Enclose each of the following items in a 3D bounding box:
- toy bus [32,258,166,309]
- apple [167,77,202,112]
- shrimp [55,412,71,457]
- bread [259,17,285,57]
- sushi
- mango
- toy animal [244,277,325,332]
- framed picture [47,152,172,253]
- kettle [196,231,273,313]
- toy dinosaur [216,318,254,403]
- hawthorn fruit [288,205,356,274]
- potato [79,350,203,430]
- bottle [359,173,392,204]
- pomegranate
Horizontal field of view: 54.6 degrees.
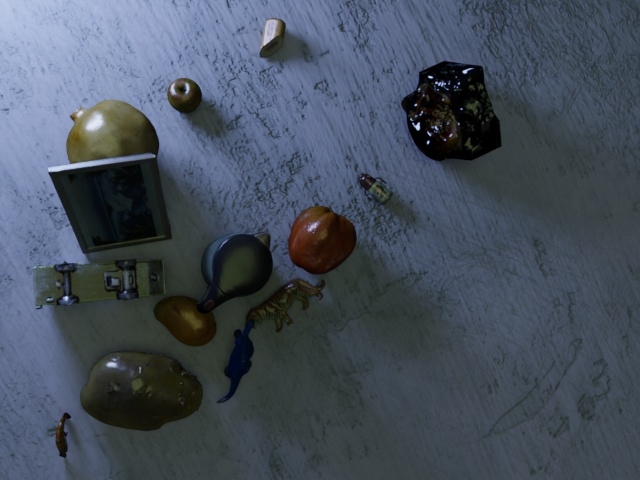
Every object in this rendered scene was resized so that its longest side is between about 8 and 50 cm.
[{"bbox_3d":[-0.543,0.102,1.535,0.301,0.139,0.113,-3,90,-20],"label":"toy bus"},{"bbox_3d":[-0.354,-0.378,1.614,0.089,0.074,0.090,1,86,-11],"label":"apple"},{"bbox_3d":[-0.637,0.486,1.542,0.025,0.091,0.127,5,122,-10],"label":"shrimp"},{"bbox_3d":[-0.127,-0.545,1.677,0.062,0.049,0.103,8,88,22],"label":"bread"},{"bbox_3d":[0.341,-0.346,1.713,0.212,0.215,0.227,-25,114,-7],"label":"sushi"},{"bbox_3d":[-0.342,0.201,1.599,0.115,0.089,0.165,-43,94,-1],"label":"mango"},{"bbox_3d":[-0.091,0.170,1.666,0.241,0.057,0.099,-40,96,-10],"label":"toy animal"},{"bbox_3d":[-0.487,-0.082,1.482,0.231,0.315,0.024,-11,55,-12],"label":"framed picture"},{"bbox_3d":[-0.221,0.084,1.537,0.165,0.255,0.240,40,79,-11],"label":"kettle"},{"bbox_3d":[-0.210,0.311,1.572,0.075,0.188,0.248,20,86,-3],"label":"toy dinosaur"},{"bbox_3d":[0.000,0.000,1.633,0.189,0.189,0.189,0,89,-12],"label":"hawthorn fruit"},{"bbox_3d":[-0.442,0.374,1.546,0.296,0.141,0.192,7,90,-14],"label":"potato"},{"bbox_3d":[0.150,-0.145,1.730,0.101,0.047,0.063,40,72,-7],"label":"bottle"},{"bbox_3d":[-0.504,-0.225,1.511,0.232,0.233,0.233,0,89,-12],"label":"pomegranate"}]
